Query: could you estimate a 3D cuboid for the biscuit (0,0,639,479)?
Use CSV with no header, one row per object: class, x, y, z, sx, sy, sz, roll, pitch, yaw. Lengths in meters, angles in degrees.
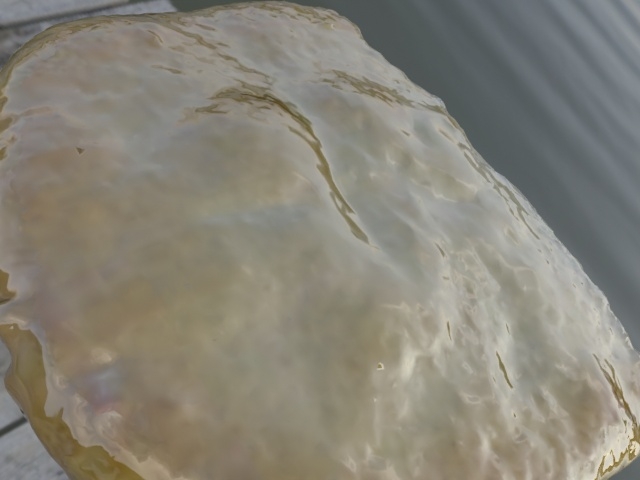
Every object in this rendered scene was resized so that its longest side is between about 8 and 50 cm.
biscuit,0.001,-0.001,0.550,0.446,0.104,0.429,-12,64,-45
